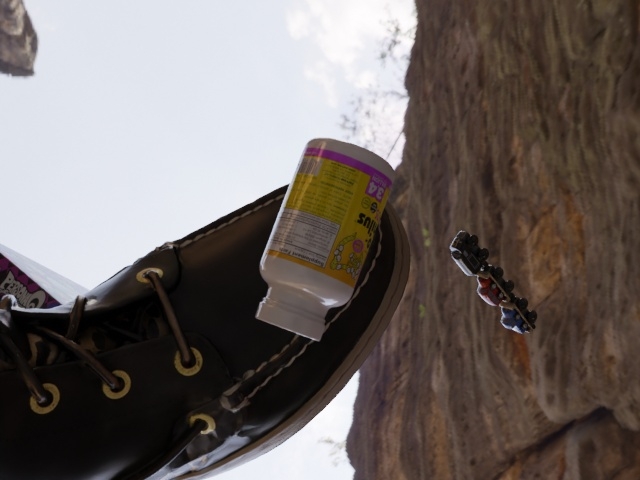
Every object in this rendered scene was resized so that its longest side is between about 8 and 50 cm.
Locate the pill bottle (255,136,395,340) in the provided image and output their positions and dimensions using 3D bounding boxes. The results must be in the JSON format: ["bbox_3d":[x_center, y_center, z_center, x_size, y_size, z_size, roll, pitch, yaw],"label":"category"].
[{"bbox_3d":[0.000,0.000,0.338,0.043,0.043,0.083,21,-97,-4],"label":"pill bottle"}]

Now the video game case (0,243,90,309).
[{"bbox_3d":[-0.221,0.089,0.748,0.210,0.232,0.042,33,-98,24],"label":"video game case"}]

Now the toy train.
[{"bbox_3d":[0.193,0.052,0.851,0.036,0.027,0.158,-48,-65,-13],"label":"toy train"}]

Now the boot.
[{"bbox_3d":[-0.148,0.055,0.398,0.377,0.284,0.138,-32,-119,9],"label":"boot"}]
